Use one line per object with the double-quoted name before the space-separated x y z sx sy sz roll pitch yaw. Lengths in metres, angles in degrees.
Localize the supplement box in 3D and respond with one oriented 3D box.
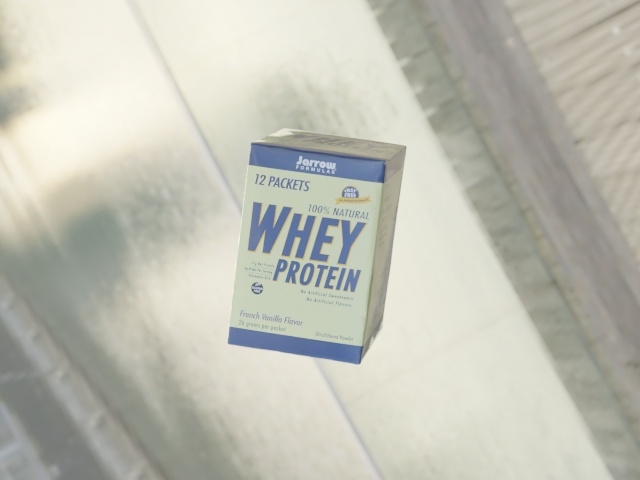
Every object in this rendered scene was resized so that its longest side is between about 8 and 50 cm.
"supplement box" 0.000 0.000 0.726 0.083 0.056 0.083 -43 -39 -79
